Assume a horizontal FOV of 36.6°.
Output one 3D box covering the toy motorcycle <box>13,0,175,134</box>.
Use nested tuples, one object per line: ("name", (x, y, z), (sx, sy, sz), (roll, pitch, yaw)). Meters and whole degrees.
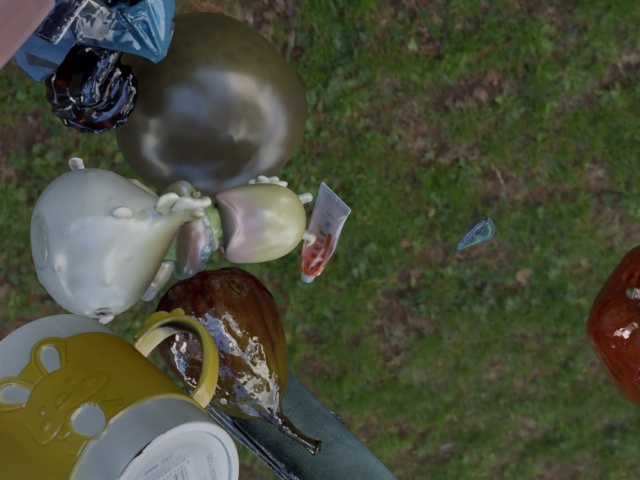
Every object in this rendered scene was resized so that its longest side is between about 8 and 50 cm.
("toy motorcycle", (-0.356, -0.350, 1.301), (0.232, 0.172, 0.416), (-34, 106, 8))

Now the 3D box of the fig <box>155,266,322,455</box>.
("fig", (-0.093, 0.164, 1.231), (0.145, 0.274, 0.170), (-45, 165, 30))

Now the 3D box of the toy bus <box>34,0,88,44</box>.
("toy bus", (-0.282, -0.329, 0.868), (0.179, 0.305, 0.143), (26, 115, -36))

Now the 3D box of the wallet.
("wallet", (-0.020, 0.301, 1.434), (0.191, 0.379, 0.046), (-19, 145, -58))

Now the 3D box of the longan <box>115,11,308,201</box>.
("longan", (-0.179, -0.208, 1.521), (0.319, 0.319, 0.319), (-7, 135, -7))

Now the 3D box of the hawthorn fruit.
("hawthorn fruit", (0.382, 0.092, 1.032), (0.205, 0.205, 0.253), (-35, 150, 20))

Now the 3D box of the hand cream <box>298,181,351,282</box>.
("hand cream", (0.002, 0.000, 1.420), (0.052, 0.038, 0.216), (20, 145, 1))

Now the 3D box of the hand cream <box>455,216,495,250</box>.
("hand cream", (0.293, -0.018, 1.794), (0.083, 0.048, 0.224), (-46, 172, 14))

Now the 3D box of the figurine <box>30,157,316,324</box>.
("figurine", (-0.174, -0.017, 1.292), (0.394, 0.226, 0.274), (-5, 170, -28))

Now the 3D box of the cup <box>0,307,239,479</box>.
("cup", (-0.182, 0.167, 0.892), (0.241, 0.226, 0.185), (-49, 135, -18))

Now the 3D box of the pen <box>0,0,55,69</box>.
("pen", (-0.216, -0.128, 0.607), (0.032, 0.197, 0.053), (-5, 121, 12))
